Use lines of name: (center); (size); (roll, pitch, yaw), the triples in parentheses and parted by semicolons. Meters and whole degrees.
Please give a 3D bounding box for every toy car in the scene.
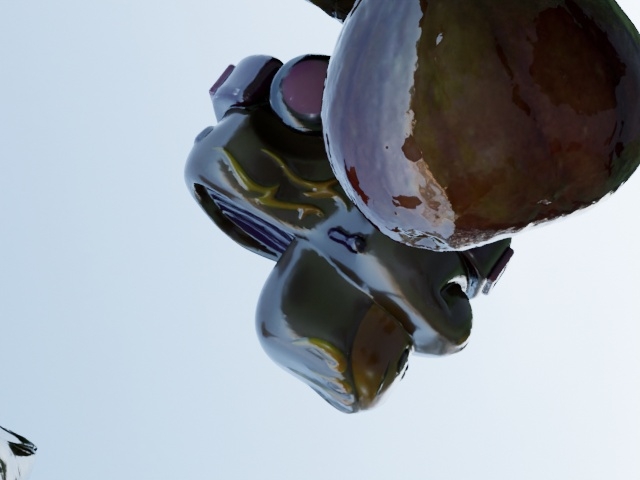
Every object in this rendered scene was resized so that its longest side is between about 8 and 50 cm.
toy car: (0.000, 0.000, 1.062); (0.240, 0.341, 0.271); (-52, -13, -12)

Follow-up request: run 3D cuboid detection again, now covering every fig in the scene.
fig: (0.090, -0.123, 0.670); (0.186, 0.204, 0.249); (-82, -21, -62)

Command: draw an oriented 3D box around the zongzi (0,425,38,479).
zongzi: (-0.466, 0.242, 1.117); (0.323, 0.360, 0.160); (22, -86, -11)

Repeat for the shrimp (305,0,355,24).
shrimp: (0.004, -0.294, 1.004); (0.289, 0.075, 0.178); (25, -104, -36)
